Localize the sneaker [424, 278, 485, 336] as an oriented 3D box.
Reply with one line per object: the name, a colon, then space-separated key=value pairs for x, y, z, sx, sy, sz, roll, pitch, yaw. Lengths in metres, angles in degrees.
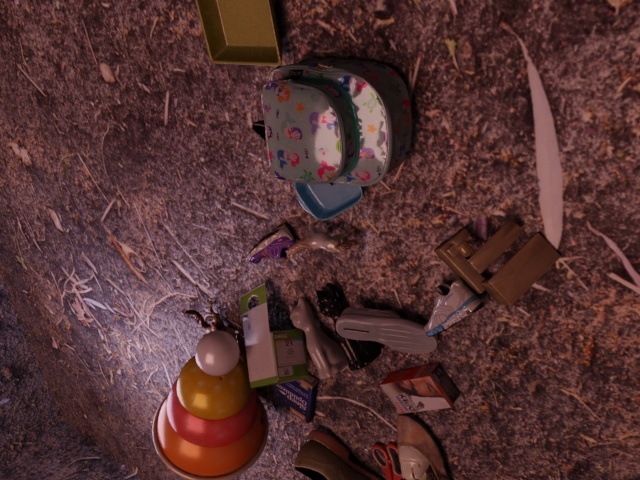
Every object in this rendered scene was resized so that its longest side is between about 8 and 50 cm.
sneaker: x=0.254 y=0.131 z=1.222 sx=0.083 sy=0.071 sz=0.191 roll=58 pitch=150 yaw=15

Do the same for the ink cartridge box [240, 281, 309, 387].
ink cartridge box: x=-0.128 y=0.254 z=1.628 sx=0.188 sy=0.096 sz=0.256 roll=-31 pitch=64 yaw=57

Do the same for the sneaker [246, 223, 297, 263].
sneaker: x=-0.119 y=0.025 z=1.468 sx=0.071 sy=0.068 sz=0.170 roll=48 pitch=140 yaw=-9

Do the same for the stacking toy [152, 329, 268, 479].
stacking toy: x=-0.297 y=0.432 z=1.725 sx=0.350 sy=0.350 sz=0.480 roll=32 pitch=137 yaw=18

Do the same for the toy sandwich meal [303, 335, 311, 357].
toy sandwich meal: x=-0.032 y=0.289 z=1.624 sx=0.085 sy=0.029 sz=0.086 roll=23 pitch=134 yaw=27

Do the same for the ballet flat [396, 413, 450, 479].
ballet flat: x=0.263 y=0.588 z=1.539 sx=0.107 sy=0.106 sz=0.316 roll=-15 pitch=110 yaw=47

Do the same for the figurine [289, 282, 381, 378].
figurine: x=0.019 y=0.219 z=1.493 sx=0.215 sy=0.092 sz=0.210 roll=-30 pitch=91 yaw=50

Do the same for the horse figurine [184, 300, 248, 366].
horse figurine: x=-0.274 y=0.276 z=1.794 sx=0.263 sy=0.066 sz=0.175 roll=29 pitch=144 yaw=10

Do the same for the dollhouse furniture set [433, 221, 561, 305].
dollhouse furniture set: x=0.315 y=0.023 z=1.111 sx=0.144 sy=0.123 sz=0.151 roll=47 pitch=175 yaw=2

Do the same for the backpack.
backpack: x=0.027 y=-0.204 z=1.071 sx=0.253 sy=0.191 sz=0.225 roll=10 pitch=119 yaw=27

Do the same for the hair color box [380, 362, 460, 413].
hair color box: x=0.229 y=0.347 z=1.421 sx=0.167 sy=0.053 sz=0.093 roll=-28 pitch=99 yaw=48

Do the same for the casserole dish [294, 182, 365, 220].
casserole dish: x=0.022 y=-0.112 z=1.256 sx=0.114 sy=0.037 sz=0.188 roll=54 pitch=140 yaw=-7

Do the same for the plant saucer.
plant saucer: x=-0.150 y=-0.431 z=1.151 sx=0.188 sy=0.045 sz=0.189 roll=14 pitch=128 yaw=34

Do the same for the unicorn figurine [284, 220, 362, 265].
unicorn figurine: x=0.000 y=0.000 z=1.305 sx=0.161 sy=0.111 sz=0.060 roll=-2 pitch=120 yaw=42

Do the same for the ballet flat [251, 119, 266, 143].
ballet flat: x=-0.079 y=-0.186 z=1.254 sx=0.173 sy=0.049 sz=0.058 roll=44 pitch=128 yaw=22

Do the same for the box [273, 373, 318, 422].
box: x=-0.076 y=0.451 z=1.788 sx=0.136 sy=0.036 sz=0.225 roll=27 pitch=136 yaw=24

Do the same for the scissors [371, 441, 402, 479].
scissors: x=0.214 y=0.690 z=1.678 sx=0.109 sy=0.021 sz=0.297 roll=-9 pitch=100 yaw=42

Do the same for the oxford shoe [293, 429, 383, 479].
oxford shoe: x=0.087 y=0.739 z=1.778 sx=0.397 sy=0.146 sz=0.140 roll=38 pitch=136 yaw=7

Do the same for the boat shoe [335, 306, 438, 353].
boat shoe: x=0.150 y=0.185 z=1.349 sx=0.226 sy=0.076 sz=0.083 roll=12 pitch=125 yaw=10
